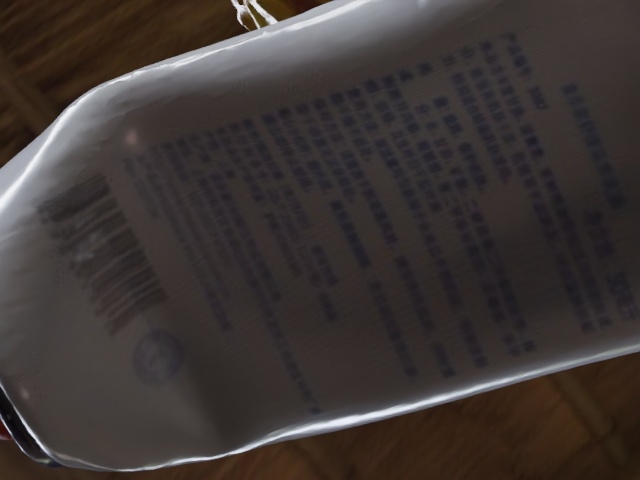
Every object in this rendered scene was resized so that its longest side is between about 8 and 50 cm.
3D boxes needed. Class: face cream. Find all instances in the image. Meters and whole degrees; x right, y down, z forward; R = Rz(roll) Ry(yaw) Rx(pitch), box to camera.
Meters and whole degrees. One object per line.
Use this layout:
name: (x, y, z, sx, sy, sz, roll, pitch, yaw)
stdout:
face cream: (0.000, 0.000, 0.830, 0.420, 0.137, 0.234, -16, -62, 19)

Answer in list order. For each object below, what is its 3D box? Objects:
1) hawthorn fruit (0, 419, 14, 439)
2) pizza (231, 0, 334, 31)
hawthorn fruit: (-0.175, 0.072, 1.008, 0.093, 0.093, 0.093, 11, -55, 17)
pizza: (-0.028, -0.143, 0.849, 0.182, 0.062, 0.161, 22, -18, 26)
